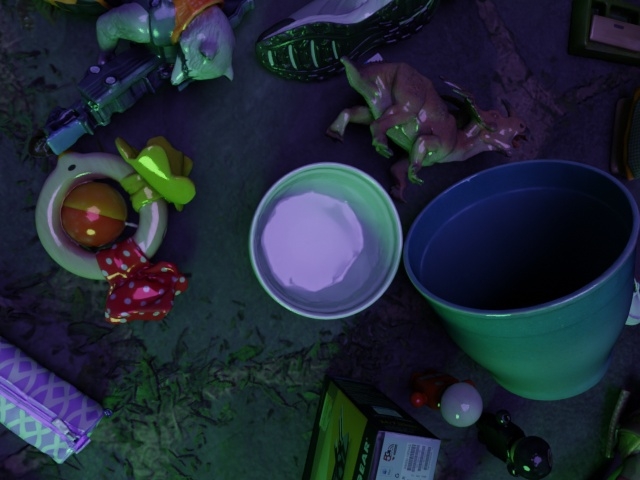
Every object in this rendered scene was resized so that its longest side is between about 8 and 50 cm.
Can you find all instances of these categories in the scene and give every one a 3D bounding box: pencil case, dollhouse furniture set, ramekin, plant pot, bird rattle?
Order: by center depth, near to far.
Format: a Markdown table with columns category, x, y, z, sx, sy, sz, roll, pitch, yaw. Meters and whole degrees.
| category | x | y | z | sx | sy | sz | roll | pitch | yaw |
| --- | --- | --- | --- | --- | --- | --- | --- | --- | --- |
| pencil case | -0.371 | 0.195 | 0.646 | 0.206 | 0.088 | 0.086 | 38 | 80 | -9 |
| bird rattle | -0.262 | -0.018 | 0.679 | 0.207 | 0.143 | 0.253 | 15 | 99 | -1 |
| plant pot | 0.282 | 0.074 | 0.703 | 0.272 | 0.272 | 0.255 | -37 | 125 | -11 |
| ramekin | 0.000 | 0.000 | 0.722 | 0.207 | 0.109 | 0.207 | 0 | 90 | -13 |
| dollhouse furniture set | 0.506 | -0.253 | 0.794 | 0.151 | 0.197 | 0.301 | 7 | 88 | -14 |

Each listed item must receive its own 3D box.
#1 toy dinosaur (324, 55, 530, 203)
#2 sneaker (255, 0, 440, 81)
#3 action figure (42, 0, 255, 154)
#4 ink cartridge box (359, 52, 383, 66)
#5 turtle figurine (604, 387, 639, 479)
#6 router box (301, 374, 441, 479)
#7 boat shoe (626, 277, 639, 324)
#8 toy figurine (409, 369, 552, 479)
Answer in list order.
| category | x | y | z | sx | sy | sz | roll | pitch | yaw |
| --- | --- | --- | --- | --- | --- | --- | --- | --- | --- |
| toy dinosaur | 0.136 | -0.182 | 0.725 | 0.296 | 0.127 | 0.200 | 37 | 80 | -26 |
| sneaker | 0.031 | -0.319 | 0.748 | 0.272 | 0.100 | 0.108 | -24 | 62 | -5 |
| action figure | -0.253 | -0.281 | 0.622 | 0.330 | 0.178 | 0.341 | 33 | 69 | 7 |
| ink cartridge box | 0.090 | -0.232 | 0.784 | 0.048 | 0.028 | 0.083 | -39 | 98 | -11 |
| turtle figurine | 0.547 | 0.388 | 0.804 | 0.266 | 0.198 | 0.274 | -38 | 94 | -7 |
| router box | 0.036 | 0.355 | 0.661 | 0.081 | 0.243 | 0.308 | 13 | 86 | -13 |
| boat shoe | 0.489 | 0.068 | 0.857 | 0.066 | 0.063 | 0.184 | -36 | 97 | -11 |
| toy figurine | 0.194 | 0.314 | 0.745 | 0.213 | 0.148 | 0.209 | 40 | 81 | -10 |
